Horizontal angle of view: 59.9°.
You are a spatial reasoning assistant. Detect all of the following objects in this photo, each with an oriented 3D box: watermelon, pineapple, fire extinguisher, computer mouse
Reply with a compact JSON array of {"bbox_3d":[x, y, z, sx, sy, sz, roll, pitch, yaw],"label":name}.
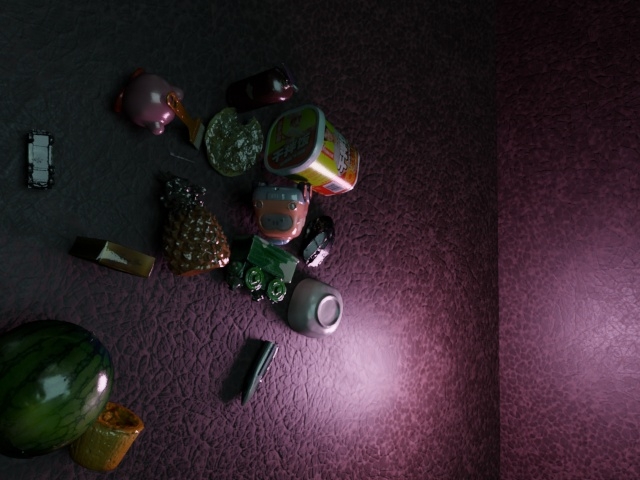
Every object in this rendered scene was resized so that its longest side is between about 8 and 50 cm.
[{"bbox_3d":[-0.724,0.375,1.448,0.363,0.363,0.364,-1,92,-42],"label":"watermelon"},{"bbox_3d":[-0.428,-0.068,1.805,0.222,0.222,0.358,-13,86,-41],"label":"pineapple"},{"bbox_3d":[-0.194,-0.524,1.899,0.135,0.337,0.114,43,63,-35],"label":"fire extinguisher"},{"bbox_3d":[0.000,0.000,2.265,0.146,0.077,0.242,42,64,-33],"label":"computer mouse"}]

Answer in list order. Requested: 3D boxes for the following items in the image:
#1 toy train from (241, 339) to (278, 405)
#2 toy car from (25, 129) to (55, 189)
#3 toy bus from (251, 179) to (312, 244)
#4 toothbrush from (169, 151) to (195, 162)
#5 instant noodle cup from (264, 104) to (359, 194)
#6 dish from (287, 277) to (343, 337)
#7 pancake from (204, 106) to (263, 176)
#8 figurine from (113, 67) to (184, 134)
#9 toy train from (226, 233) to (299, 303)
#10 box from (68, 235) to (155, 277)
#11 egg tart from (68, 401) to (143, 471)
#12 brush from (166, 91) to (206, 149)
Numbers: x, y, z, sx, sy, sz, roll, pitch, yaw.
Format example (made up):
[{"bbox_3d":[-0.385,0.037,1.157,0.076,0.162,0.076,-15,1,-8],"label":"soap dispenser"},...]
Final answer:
[{"bbox_3d":[-0.241,0.494,2.071,0.048,0.055,0.252,44,63,-34],"label":"toy train"},{"bbox_3d":[-0.788,-0.224,1.552,0.071,0.062,0.165,0,92,-43],"label":"toy car"},{"bbox_3d":[-0.143,-0.104,2.014,0.288,0.193,0.232,-47,141,-81],"label":"toy bus"},{"bbox_3d":[-0.467,-0.279,1.880,0.096,0.006,0.008,18,75,-41],"label":"toothbrush"},{"bbox_3d":[-0.016,-0.322,2.130,0.307,0.293,0.294,29,72,-47],"label":"instant noodle cup"},{"bbox_3d":[-0.002,0.280,2.242,0.256,0.117,0.257,-2,93,-42],"label":"dish"},{"bbox_3d":[-0.311,-0.348,1.983,0.253,0.037,0.254,-12,108,-42],"label":"pancake"},{"bbox_3d":[-0.524,-0.430,1.716,0.173,0.173,0.174,-1,92,-42],"label":"figurine"},{"bbox_3d":[-0.221,0.110,2.023,0.266,0.145,0.202,32,67,-39],"label":"toy train"},{"bbox_3d":[-0.606,0.046,1.606,0.159,0.240,0.071,29,74,-38],"label":"box"},{"bbox_3d":[-0.641,0.576,1.637,0.202,0.202,0.147,24,89,-40],"label":"egg tart"},{"bbox_3d":[-0.429,-0.389,1.779,0.314,0.017,0.090,63,40,-73],"label":"brush"}]
